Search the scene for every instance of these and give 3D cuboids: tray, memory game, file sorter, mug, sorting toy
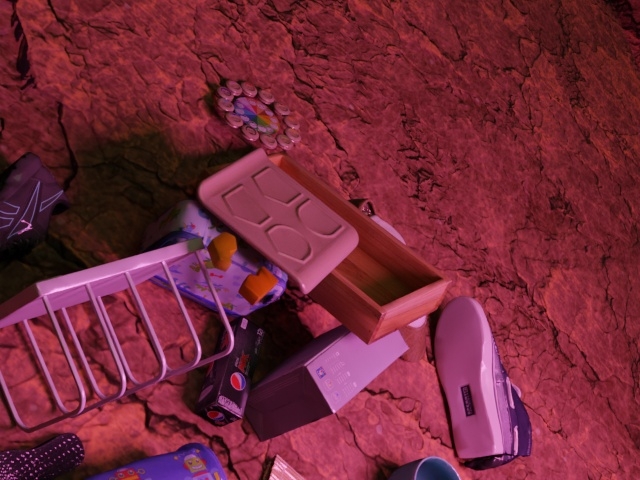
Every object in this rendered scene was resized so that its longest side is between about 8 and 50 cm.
[{"bbox_3d":[0.000,0.000,1.594,0.411,0.076,0.203,40,34,25],"label":"tray"},{"bbox_3d":[-0.116,-0.238,1.770,0.186,0.012,0.186,24,36,-19],"label":"memory game"},{"bbox_3d":[-0.289,0.130,1.294,0.278,0.193,0.173,-17,83,-48],"label":"file sorter"},{"bbox_3d":[0.184,0.455,1.637,0.158,0.097,0.129,38,45,-23],"label":"mug"},{"bbox_3d":[-0.085,-0.015,1.425,0.229,0.041,0.307,43,33,4],"label":"sorting toy"}]

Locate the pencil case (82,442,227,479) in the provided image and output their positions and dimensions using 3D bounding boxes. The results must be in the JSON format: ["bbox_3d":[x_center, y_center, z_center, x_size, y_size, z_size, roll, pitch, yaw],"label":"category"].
[{"bbox_3d":[-0.265,0.361,1.234,0.306,0.133,0.119,-8,47,-48],"label":"pencil case"}]

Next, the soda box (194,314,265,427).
[{"bbox_3d":[-0.141,0.206,1.491,0.053,0.060,0.169,37,45,-25],"label":"soda box"}]

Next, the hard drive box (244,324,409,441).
[{"bbox_3d":[0.006,0.215,1.540,0.232,0.181,0.089,-32,91,-48],"label":"hard drive box"}]

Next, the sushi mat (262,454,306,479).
[{"bbox_3d":[0.009,0.496,1.500,0.316,0.019,0.151,45,42,-17],"label":"sushi mat"}]

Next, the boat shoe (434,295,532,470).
[{"bbox_3d":[0.328,0.285,1.876,0.158,0.127,0.340,15,65,-46],"label":"boat shoe"}]

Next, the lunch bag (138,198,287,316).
[{"bbox_3d":[-0.168,0.036,1.480,0.219,0.176,0.090,29,53,-27],"label":"lunch bag"}]

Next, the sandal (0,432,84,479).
[{"bbox_3d":[-0.381,0.298,1.225,0.179,0.040,0.067,-10,79,-62],"label":"sandal"}]

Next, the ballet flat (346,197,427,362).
[{"bbox_3d":[0.134,0.067,1.795,0.116,0.124,0.342,-22,84,-48],"label":"ballet flat"}]

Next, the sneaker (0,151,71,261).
[{"bbox_3d":[-0.435,-0.016,1.299,0.106,0.101,0.267,47,41,-19],"label":"sneaker"}]
